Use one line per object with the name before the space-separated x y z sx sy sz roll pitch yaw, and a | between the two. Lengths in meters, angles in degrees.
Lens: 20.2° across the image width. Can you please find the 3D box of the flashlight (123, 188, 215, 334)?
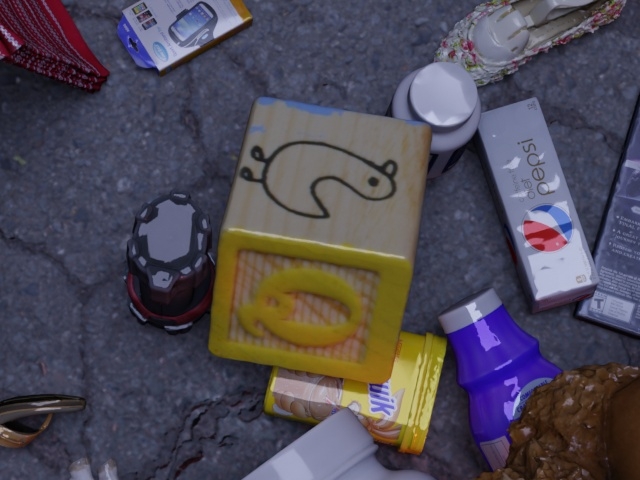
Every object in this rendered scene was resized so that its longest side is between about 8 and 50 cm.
flashlight | -0.145 0.020 1.757 0.103 0.304 0.103 -35 81 -12

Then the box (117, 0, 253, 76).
box | -0.152 -0.239 1.956 0.136 0.028 0.081 -31 82 -8

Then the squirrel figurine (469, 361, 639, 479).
squirrel figurine | 0.319 0.296 1.618 0.397 0.281 0.370 6 61 14

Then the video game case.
video game case | 0.406 -0.014 1.951 0.196 0.026 0.274 18 76 0

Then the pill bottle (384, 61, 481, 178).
pill bottle | 0.117 -0.129 1.879 0.094 0.169 0.094 1 77 -5

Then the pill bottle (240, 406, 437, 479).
pill bottle | 0.078 0.374 1.734 0.229 0.229 0.407 -35 82 -11

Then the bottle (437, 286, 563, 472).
bottle | 0.214 0.185 1.832 0.118 0.092 0.283 -29 92 -24

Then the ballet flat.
ballet flat | 0.231 -0.244 1.961 0.241 0.077 0.091 -29 82 -9

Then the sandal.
sandal | -0.325 0.191 1.829 0.180 0.072 0.049 -14 94 -6

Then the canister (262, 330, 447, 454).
canister | 0.035 0.142 1.862 0.170 0.073 0.126 13 75 0

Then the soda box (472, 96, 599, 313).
soda box | 0.227 -0.036 1.907 0.074 0.069 0.216 -16 74 -2

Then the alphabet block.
alphabet block | 0.000 0.000 1.788 0.192 0.193 0.197 8 46 2

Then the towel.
towel | -0.314 -0.249 1.828 0.031 0.275 0.199 -35 82 9

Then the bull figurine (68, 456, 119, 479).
bull figurine | -0.186 0.315 1.718 0.101 0.310 0.188 -13 60 -51
